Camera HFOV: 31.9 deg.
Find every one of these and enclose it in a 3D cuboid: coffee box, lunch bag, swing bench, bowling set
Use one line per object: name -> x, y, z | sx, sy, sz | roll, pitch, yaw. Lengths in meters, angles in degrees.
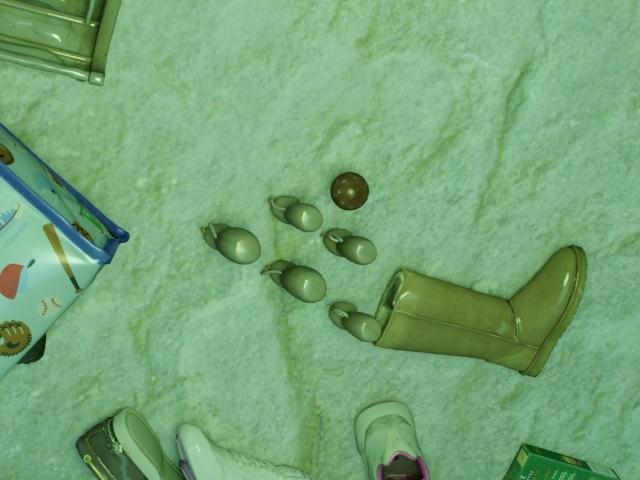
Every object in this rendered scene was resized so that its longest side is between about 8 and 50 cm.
coffee box -> 0.394, 0.411, 1.861 | 0.184, 0.040, 0.113 | 17, 108, -17
lunch bag -> -0.486, -0.006, 1.349 | 0.385, 0.239, 0.328 | 44, 92, -8
swing bench -> -0.358, -0.347, 1.350 | 0.253, 0.165, 0.255 | 13, 115, -15
bowling set -> 0.000, 0.000, 1.585 | 0.287, 0.154, 0.200 | 37, 84, -20

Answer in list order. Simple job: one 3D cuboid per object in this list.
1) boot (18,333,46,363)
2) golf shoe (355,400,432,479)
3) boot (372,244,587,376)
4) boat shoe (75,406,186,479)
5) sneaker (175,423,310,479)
boot -> -0.517, 0.031, 1.521 | 0.338, 0.118, 0.223 | 9, 104, -21
golf shoe -> 0.128, 0.406, 1.761 | 0.115, 0.140, 0.306 | -19, 116, -3
boot -> 0.239, 0.088, 1.673 | 0.269, 0.089, 0.236 | 15, 109, -14
boat shoe -> -0.249, 0.404, 1.710 | 0.096, 0.116, 0.324 | -28, 110, 8
sneaker -> -0.111, 0.372, 1.736 | 0.152, 0.114, 0.305 | -39, 118, -7
